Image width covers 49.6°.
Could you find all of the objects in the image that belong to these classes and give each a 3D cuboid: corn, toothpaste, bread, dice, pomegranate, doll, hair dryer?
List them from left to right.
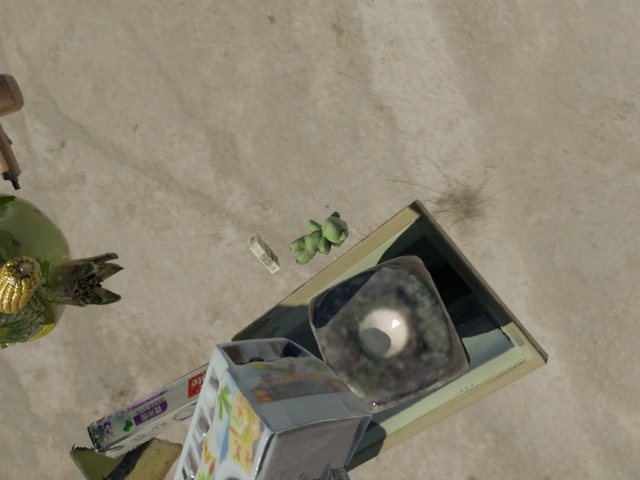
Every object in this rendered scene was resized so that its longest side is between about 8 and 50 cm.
[{"bbox_3d":[-0.513,-0.165,1.104,0.064,0.117,0.182,43,151,58],"label":"hair dryer"},{"bbox_3d":[-0.294,0.045,0.663,0.092,0.037,0.037,-37,74,51],"label":"corn"},{"bbox_3d":[-0.496,0.053,1.126,0.340,0.260,0.261,4,99,-4],"label":"pomegranate"},{"bbox_3d":[-0.311,0.363,1.132,0.152,0.147,0.127,-39,63,-11],"label":"bread"},{"bbox_3d":[-0.185,0.204,0.852,0.196,0.047,0.040,-28,62,-3],"label":"toothpaste"},{"bbox_3d":[0.000,0.000,1.636,0.150,0.077,0.115,-29,48,7],"label":"doll"},{"bbox_3d":[0.097,0.132,0.978,0.181,0.183,0.182,-24,80,8],"label":"dice"}]

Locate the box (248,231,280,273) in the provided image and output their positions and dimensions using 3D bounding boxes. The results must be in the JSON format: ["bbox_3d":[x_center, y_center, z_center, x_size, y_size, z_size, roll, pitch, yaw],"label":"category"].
[{"bbox_3d":[-0.122,0.027,1.513,0.024,0.054,0.083,-35,117,8],"label":"box"}]

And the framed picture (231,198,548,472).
[{"bbox_3d":[0.093,0.180,1.152,0.446,0.028,0.326,-39,94,28],"label":"framed picture"}]

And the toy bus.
[{"bbox_3d":[-0.072,0.246,0.591,0.136,0.109,0.330,42,121,43],"label":"toy bus"}]
